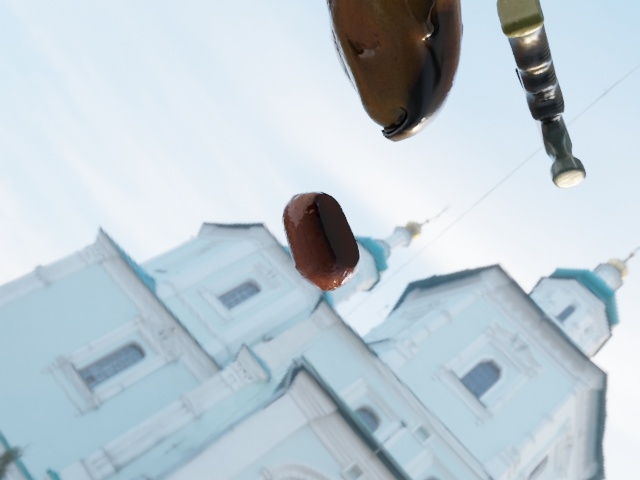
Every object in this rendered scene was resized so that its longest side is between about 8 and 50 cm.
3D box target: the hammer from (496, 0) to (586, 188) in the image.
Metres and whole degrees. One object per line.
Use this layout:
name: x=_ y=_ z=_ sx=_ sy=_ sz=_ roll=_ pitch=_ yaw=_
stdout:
hammer: x=0.226 y=-0.173 z=0.814 sx=0.041 sy=0.158 sz=0.226 roll=-19 pitch=-35 yaw=17

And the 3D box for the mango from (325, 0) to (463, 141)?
mango: x=0.093 y=-0.280 z=1.011 sx=0.201 sy=0.153 sz=0.287 roll=19 pitch=-51 yaw=30

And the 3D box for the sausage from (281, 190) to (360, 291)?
sausage: x=0.000 y=0.000 z=0.703 sx=0.054 sy=0.059 sz=0.094 roll=-28 pitch=-101 yaw=42
